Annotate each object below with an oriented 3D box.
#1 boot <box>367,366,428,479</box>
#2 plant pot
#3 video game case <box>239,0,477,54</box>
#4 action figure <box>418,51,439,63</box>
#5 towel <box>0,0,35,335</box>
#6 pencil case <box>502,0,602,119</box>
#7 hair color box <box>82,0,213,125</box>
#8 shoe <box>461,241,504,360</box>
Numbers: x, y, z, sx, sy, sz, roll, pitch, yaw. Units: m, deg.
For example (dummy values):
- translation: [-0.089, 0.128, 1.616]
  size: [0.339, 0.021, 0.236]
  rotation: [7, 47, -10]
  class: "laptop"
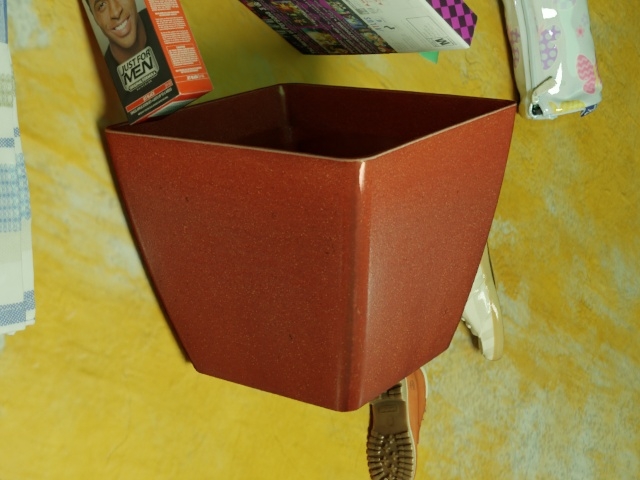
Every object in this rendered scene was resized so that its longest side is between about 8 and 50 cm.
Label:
- translation: [0.096, 0.211, 1.274]
  size: [0.085, 0.059, 0.157]
  rotation: [7, 82, -58]
  class: "boot"
- translation: [0.000, 0.000, 1.012]
  size: [0.267, 0.267, 0.235]
  rotation: [-25, 119, -51]
  class: "plant pot"
- translation: [0.002, -0.246, 1.045]
  size: [0.232, 0.210, 0.041]
  rotation: [32, 69, -47]
  class: "video game case"
- translation: [0.074, -0.292, 1.265]
  size: [0.232, 0.064, 0.137]
  rotation: [11, 81, -56]
  class: "action figure"
- translation: [-0.281, -0.062, 0.777]
  size: [0.209, 0.034, 0.284]
  rotation: [-9, 96, -65]
  class: "towel"
- translation: [0.304, -0.301, 1.530]
  size: [0.124, 0.113, 0.273]
  rotation: [-20, 105, -31]
  class: "pencil case"
- translation: [-0.149, -0.175, 0.930]
  size: [0.043, 0.072, 0.141]
  rotation: [-18, 86, -50]
  class: "hair color box"
- translation: [0.192, 0.052, 1.417]
  size: [0.076, 0.058, 0.219]
  rotation: [-80, 160, -71]
  class: "shoe"
